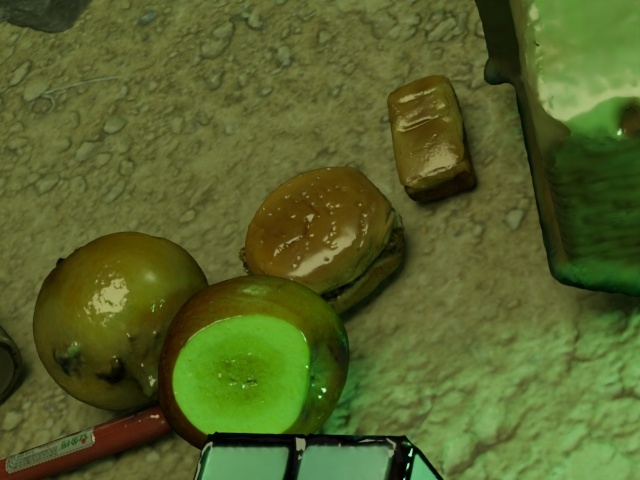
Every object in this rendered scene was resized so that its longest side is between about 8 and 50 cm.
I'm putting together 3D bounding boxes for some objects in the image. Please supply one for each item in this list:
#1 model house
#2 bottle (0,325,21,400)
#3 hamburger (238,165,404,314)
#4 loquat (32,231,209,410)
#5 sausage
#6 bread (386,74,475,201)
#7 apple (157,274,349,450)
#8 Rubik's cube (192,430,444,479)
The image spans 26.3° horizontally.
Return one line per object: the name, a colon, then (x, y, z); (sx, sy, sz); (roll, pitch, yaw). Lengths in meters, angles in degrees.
model house: (0.288, -0.172, 1.115); (0.334, 0.342, 0.382); (-9, 60, 12)
bottle: (-0.374, 0.098, 1.402); (0.099, 0.099, 0.152); (-43, 44, -7)
hamburger: (0.000, 0.000, 1.283); (0.147, 0.083, 0.138); (-37, 43, -6)
loquat: (-0.181, 0.077, 1.270); (0.172, 0.149, 0.204); (-36, 40, 4)
sausage: (-0.240, 0.201, 1.289); (0.253, 0.034, 0.034); (-21, 48, 13)
bread: (0.106, -0.099, 1.321); (0.074, 0.053, 0.132); (-17, 51, 16)
apple: (-0.055, 0.105, 1.176); (0.147, 0.163, 0.146); (6, 103, 19)
Rubik's cube: (0.003, 0.258, 1.024); (0.183, 0.167, 0.180); (-2, 55, 29)
